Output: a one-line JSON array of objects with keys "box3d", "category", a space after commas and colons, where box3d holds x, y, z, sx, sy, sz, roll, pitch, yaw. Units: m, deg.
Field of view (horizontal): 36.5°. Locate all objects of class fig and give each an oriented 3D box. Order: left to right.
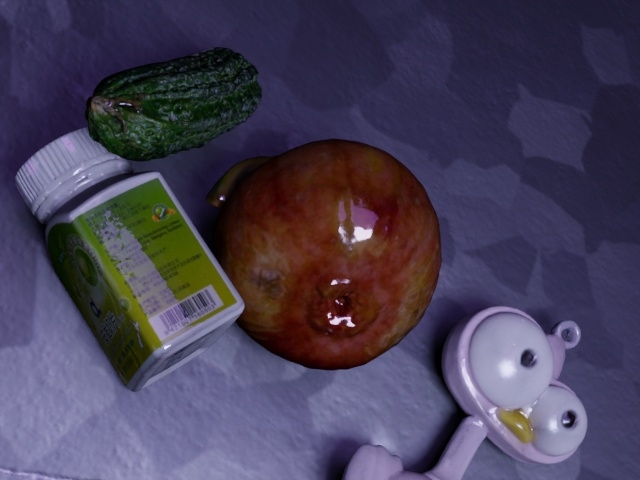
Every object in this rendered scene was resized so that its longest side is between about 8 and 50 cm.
[{"box3d": [0.001, 0.001, 0.812, 0.205, 0.205, 0.205, 8, 68, -19], "category": "fig"}]

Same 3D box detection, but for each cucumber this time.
[{"box3d": [-0.113, -0.106, 0.775, 0.077, 0.077, 0.265, 45, 24, -1], "category": "cucumber"}]

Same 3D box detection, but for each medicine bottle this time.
[{"box3d": [-0.154, 0.010, 0.762, 0.088, 0.132, 0.188, -30, 82, -28], "category": "medicine bottle"}]

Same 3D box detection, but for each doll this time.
[{"box3d": [0.122, 0.189, 0.830, 0.160, 0.094, 0.365, 47, 61, -3], "category": "doll"}]
